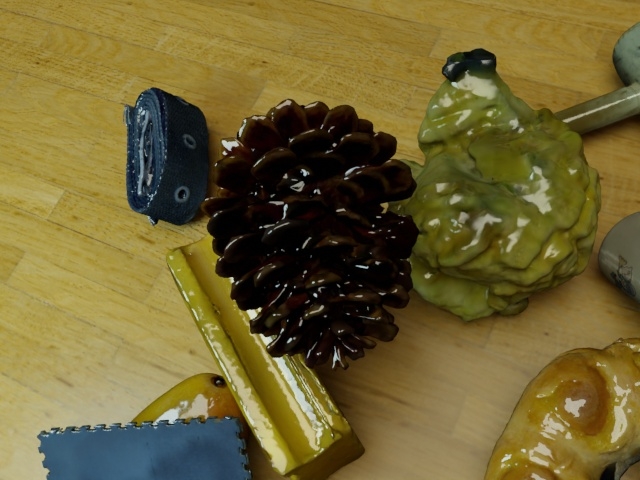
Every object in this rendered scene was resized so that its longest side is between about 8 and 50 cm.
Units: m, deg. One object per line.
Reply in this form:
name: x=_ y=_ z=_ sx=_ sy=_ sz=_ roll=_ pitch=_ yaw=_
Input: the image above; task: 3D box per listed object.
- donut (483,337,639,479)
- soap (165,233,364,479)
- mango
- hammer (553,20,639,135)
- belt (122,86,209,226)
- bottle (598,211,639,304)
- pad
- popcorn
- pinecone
donut: x=0.342 y=0.267 z=0.711 sx=0.318 sy=0.150 sz=0.299 roll=-17 pitch=64 yaw=4
soap: x=-0.069 y=0.150 z=0.827 sx=0.096 sy=0.204 sz=0.324 roll=-31 pitch=64 yaw=-6
mango: x=-0.190 y=0.277 z=0.842 sx=0.253 sy=0.113 sz=0.138 roll=-41 pitch=108 yaw=12
hammer: x=0.412 y=-0.186 z=0.926 sx=0.306 sy=0.113 sz=0.201 roll=-23 pitch=61 yaw=8
belt: x=-0.235 y=-0.131 z=1.038 sx=0.122 sy=0.129 sz=0.217 roll=-23 pitch=61 yaw=36
bottle: x=0.437 y=0.056 z=0.748 sx=0.110 sy=0.109 sz=0.233 roll=-28 pitch=29 yaw=0
pad: x=-0.202 y=0.344 z=0.794 sx=0.269 sy=0.012 sz=0.269 roll=-5 pitch=102 yaw=10
popcorn: x=0.209 y=-0.036 z=0.827 sx=0.293 sy=0.237 sz=0.292 roll=-3 pitch=68 yaw=7
pinecone: x=-0.002 y=-0.001 z=0.693 sx=0.247 sy=0.246 sz=0.292 roll=-16 pitch=54 yaw=5
